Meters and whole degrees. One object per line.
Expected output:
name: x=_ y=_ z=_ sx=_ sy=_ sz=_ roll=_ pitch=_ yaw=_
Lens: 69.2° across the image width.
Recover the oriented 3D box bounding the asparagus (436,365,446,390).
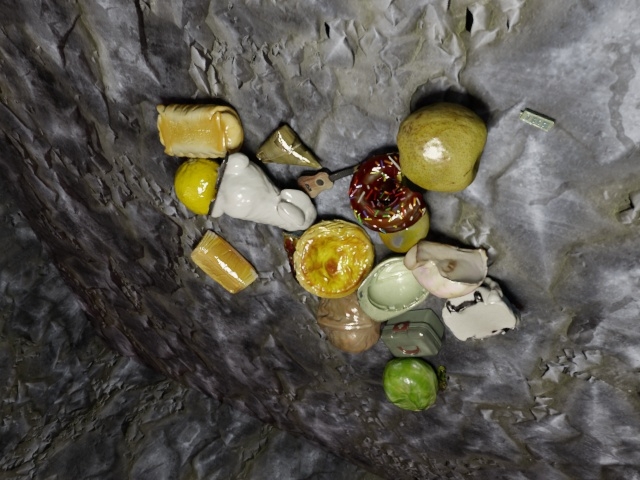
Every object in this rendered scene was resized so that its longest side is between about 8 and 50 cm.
asparagus: x=0.497 y=0.566 z=1.892 sx=0.036 sy=0.030 sz=0.165 roll=0 pitch=130 yaw=20

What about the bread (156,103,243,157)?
bread: x=-0.379 y=-0.349 z=1.484 sx=0.311 sy=0.121 sz=0.172 roll=9 pitch=113 yaw=24

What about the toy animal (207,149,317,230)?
toy animal: x=-0.169 y=-0.132 z=1.491 sx=0.357 sy=0.194 sz=0.258 roll=17 pitch=153 yaw=-16

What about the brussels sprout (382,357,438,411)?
brussels sprout: x=0.362 y=0.573 z=1.862 sx=0.244 sy=0.244 sz=0.244 roll=18 pitch=137 yaw=18

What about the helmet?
helmet: x=0.234 y=0.131 z=1.535 sx=0.258 sy=0.137 sz=0.204 roll=-31 pitch=112 yaw=7

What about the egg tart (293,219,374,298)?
egg tart: x=0.040 y=0.058 z=1.573 sx=0.295 sy=0.295 sz=0.116 roll=55 pitch=175 yaw=-23

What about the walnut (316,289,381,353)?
walnut: x=0.111 y=0.280 z=1.709 sx=0.227 sy=0.273 sz=0.273 roll=25 pitch=149 yaw=-37

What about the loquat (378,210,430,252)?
loquat: x=0.242 y=-0.041 z=1.377 sx=0.152 sy=0.152 sz=0.195 roll=28 pitch=149 yaw=7

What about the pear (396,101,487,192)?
pear: x=0.285 y=-0.224 z=1.128 sx=0.211 sy=0.188 sz=0.228 roll=16 pitch=139 yaw=16

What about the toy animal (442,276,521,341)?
toy animal: x=0.498 y=0.207 z=1.443 sx=0.208 sy=0.156 sz=0.204 roll=-31 pitch=107 yaw=39

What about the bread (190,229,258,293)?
bread: x=-0.406 y=0.097 z=1.953 sx=0.288 sy=0.119 sz=0.152 roll=43 pitch=142 yaw=-9

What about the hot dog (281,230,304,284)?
hot dog: x=-0.063 y=0.073 z=1.724 sx=0.163 sy=0.082 sz=0.270 roll=13 pitch=136 yaw=40

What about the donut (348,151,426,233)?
donut: x=0.173 y=-0.135 z=1.269 sx=0.216 sy=0.096 sz=0.230 roll=-7 pitch=84 yaw=23

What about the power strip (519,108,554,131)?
power strip: x=0.497 y=-0.279 z=1.069 sx=0.083 sy=0.017 sz=0.027 roll=25 pitch=138 yaw=8

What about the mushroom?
mushroom: x=0.357 y=0.117 z=1.352 sx=0.236 sy=0.162 sz=0.173 roll=7 pitch=133 yaw=-15

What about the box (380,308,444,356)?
box: x=0.338 y=0.342 z=1.698 sx=0.210 sy=0.129 sz=0.148 roll=-16 pitch=120 yaw=42

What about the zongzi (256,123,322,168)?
zongzi: x=-0.099 y=-0.256 z=1.442 sx=0.176 sy=0.078 sz=0.160 roll=43 pitch=144 yaw=-16

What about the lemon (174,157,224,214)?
lemon: x=-0.409 y=-0.193 z=1.615 sx=0.192 sy=0.192 sz=0.231 roll=8 pitch=141 yaw=27

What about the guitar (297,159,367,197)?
guitar: x=0.047 y=-0.200 z=1.426 sx=0.271 sy=0.038 sz=0.084 roll=-14 pitch=125 yaw=36
